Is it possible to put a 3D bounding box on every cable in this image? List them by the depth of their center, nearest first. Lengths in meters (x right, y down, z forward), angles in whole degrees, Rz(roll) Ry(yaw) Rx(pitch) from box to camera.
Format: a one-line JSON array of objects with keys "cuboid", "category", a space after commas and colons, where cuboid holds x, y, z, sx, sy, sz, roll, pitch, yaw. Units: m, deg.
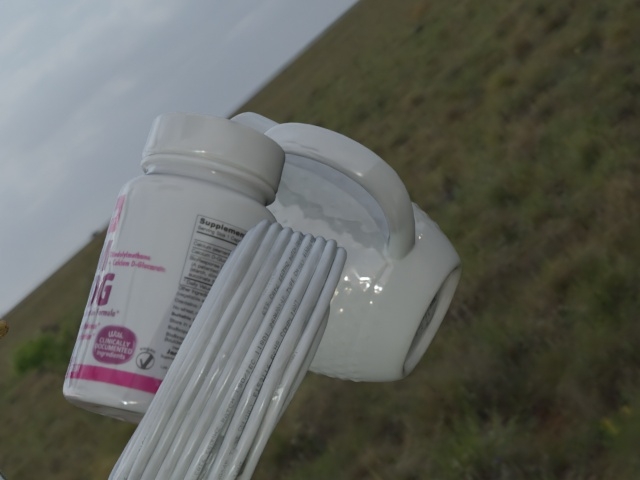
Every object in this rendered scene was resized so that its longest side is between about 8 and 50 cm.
[{"cuboid": [-0.070, 0.103, 0.959, 0.257, 0.089, 0.257, -62, 2, -2], "category": "cable"}]

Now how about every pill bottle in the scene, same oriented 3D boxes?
[{"cuboid": [-0.130, 0.033, 1.214, 0.160, 0.160, 0.283, 155, 131, -67], "category": "pill bottle"}]

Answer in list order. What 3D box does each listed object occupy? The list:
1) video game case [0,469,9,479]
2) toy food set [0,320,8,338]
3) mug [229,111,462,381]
[{"cuboid": [-0.357, 0.333, 1.540, 0.026, 0.227, 0.206, -37, 42, -17], "category": "video game case"}, {"cuboid": [-0.416, 0.119, 1.533, 0.083, 0.020, 0.083, -38, -12, -2], "category": "toy food set"}, {"cuboid": [0.000, 0.000, 1.581, 0.276, 0.328, 0.374, -54, -17, -33], "category": "mug"}]
